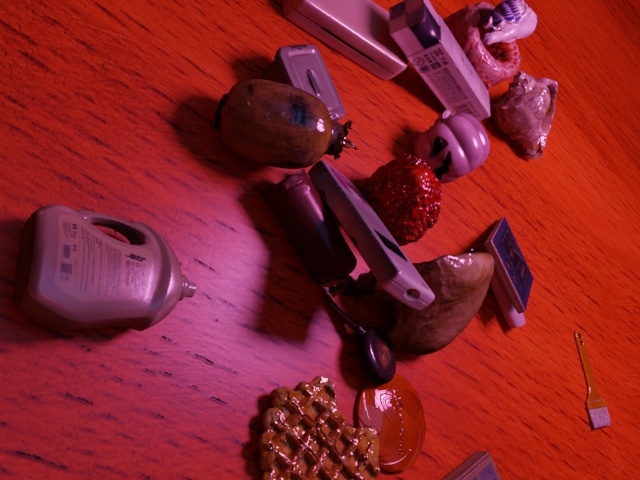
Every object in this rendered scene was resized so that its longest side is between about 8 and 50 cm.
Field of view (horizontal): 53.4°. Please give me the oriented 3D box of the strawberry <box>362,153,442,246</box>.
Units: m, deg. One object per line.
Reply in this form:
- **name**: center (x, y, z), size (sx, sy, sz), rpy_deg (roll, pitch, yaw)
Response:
- **strawberry**: center (0.181, -0.094, 1.350), size (0.187, 0.201, 0.184), rpy_deg (-23, 71, -26)

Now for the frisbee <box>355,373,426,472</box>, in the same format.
- **frisbee**: center (0.148, 0.352, 1.245), size (0.192, 0.035, 0.192), rpy_deg (16, 64, -37)

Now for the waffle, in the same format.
- **waffle**: center (0.005, 0.374, 1.096), size (0.291, 0.051, 0.291), rpy_deg (18, 61, -35)

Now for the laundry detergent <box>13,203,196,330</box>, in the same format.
- **laundry detergent**: center (-0.299, 0.048, 0.927), size (0.253, 0.091, 0.181), rpy_deg (14, 58, -37)

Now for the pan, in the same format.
- **pan**: center (0.083, 0.184, 1.241), size (0.212, 0.040, 0.115), rpy_deg (54, 28, -6)

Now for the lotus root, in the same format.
- **lotus root**: center (-0.054, -0.205, 1.168), size (0.278, 0.154, 0.154), rpy_deg (15, 61, -10)

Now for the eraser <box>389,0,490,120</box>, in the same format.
- **eraser**: center (0.305, -0.437, 1.590), size (0.404, 0.098, 0.096), rpy_deg (36, 48, -47)

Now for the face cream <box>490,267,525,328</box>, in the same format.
- **face cream**: center (0.464, 0.131, 1.606), size (0.072, 0.051, 0.182), rpy_deg (-15, 82, -52)

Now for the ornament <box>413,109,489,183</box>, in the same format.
- **ornament**: center (0.310, -0.229, 1.531), size (0.177, 0.177, 0.177), rpy_deg (17, 62, -36)

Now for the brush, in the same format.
- **brush**: center (0.759, 0.387, 1.796), size (0.103, 0.013, 0.272), rpy_deg (6, 69, -41)

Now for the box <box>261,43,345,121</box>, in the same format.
- **box**: center (-0.042, -0.302, 1.297), size (0.124, 0.093, 0.172), rpy_deg (-23, 90, -45)

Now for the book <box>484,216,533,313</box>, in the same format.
- **book**: center (0.483, 0.055, 1.614), size (0.191, 0.025, 0.269), rpy_deg (63, 26, -3)

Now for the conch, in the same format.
- **conch**: center (0.589, -0.377, 1.859), size (0.210, 0.159, 0.291), rpy_deg (-59, 151, -33)

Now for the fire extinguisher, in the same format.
- **fire extinguisher**: center (0.000, 0.000, 1.205), size (0.105, 0.105, 0.269), rpy_deg (-35, 98, -44)

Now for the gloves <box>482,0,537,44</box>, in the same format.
- **gloves**: center (0.488, -0.570, 1.662), size (0.097, 0.119, 0.229), rpy_deg (31, 31, 25)

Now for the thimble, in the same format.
- **thimble**: center (0.420, -0.524, 1.759), size (0.239, 0.162, 0.239), rpy_deg (14, 67, -37)

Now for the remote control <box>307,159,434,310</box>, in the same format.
- **remote control**: center (0.088, -0.018, 1.201), size (0.145, 0.050, 0.344), rpy_deg (33, 19, -46)

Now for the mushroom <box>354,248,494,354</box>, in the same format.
- **mushroom**: center (0.241, 0.119, 1.295), size (0.292, 0.217, 0.212), rpy_deg (16, 68, -38)

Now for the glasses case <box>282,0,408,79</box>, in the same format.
- **glasses case**: center (0.067, -0.513, 1.491), size (0.336, 0.076, 0.144), rpy_deg (23, 59, -34)

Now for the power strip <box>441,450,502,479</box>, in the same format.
- **power strip**: center (0.240, 0.529, 1.237), size (0.387, 0.066, 0.092), rpy_deg (-17, 82, -44)
